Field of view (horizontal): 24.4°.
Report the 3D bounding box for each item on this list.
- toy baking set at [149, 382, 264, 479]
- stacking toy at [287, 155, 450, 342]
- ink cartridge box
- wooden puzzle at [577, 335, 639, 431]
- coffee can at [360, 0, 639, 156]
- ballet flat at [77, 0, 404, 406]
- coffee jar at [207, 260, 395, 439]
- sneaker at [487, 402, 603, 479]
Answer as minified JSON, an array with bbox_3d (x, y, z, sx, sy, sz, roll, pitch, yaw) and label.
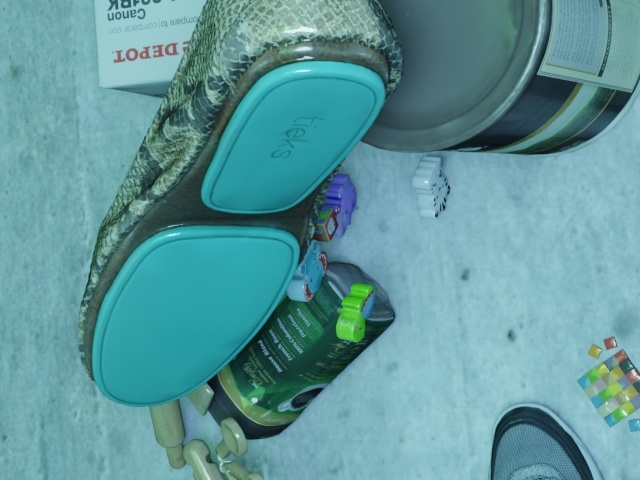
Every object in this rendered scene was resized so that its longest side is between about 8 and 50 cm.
[{"bbox_3d":[-0.106,0.218,1.389,0.197,0.030,0.256,46,151,39],"label":"toy baking set"},{"bbox_3d":[0.000,0.000,1.304,0.167,0.221,0.052,8,137,27],"label":"stacking toy"},{"bbox_3d":[-0.107,-0.278,1.385,0.197,0.114,0.273,-3,91,28],"label":"ink cartridge box"},{"bbox_3d":[0.253,0.126,1.271,0.049,0.006,0.083,-40,74,23],"label":"wooden puzzle"},{"bbox_3d":[0.129,-0.168,1.173,0.201,0.275,0.202,1,93,28],"label":"coffee can"},{"bbox_3d":[-0.073,-0.059,1.113,0.483,0.164,0.182,122,144,-50],"label":"ballet flat"},{"bbox_3d":[-0.023,0.105,1.366,0.184,0.096,0.079,-47,67,21],"label":"coffee jar"},{"bbox_3d":[0.179,0.244,1.199,0.101,0.153,0.269,-15,63,16],"label":"sneaker"}]
